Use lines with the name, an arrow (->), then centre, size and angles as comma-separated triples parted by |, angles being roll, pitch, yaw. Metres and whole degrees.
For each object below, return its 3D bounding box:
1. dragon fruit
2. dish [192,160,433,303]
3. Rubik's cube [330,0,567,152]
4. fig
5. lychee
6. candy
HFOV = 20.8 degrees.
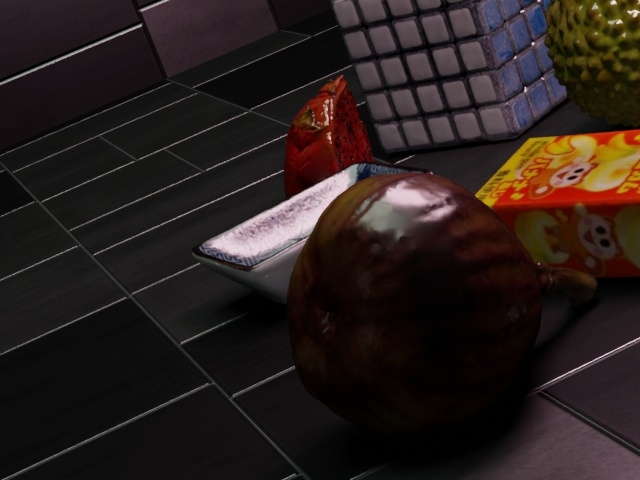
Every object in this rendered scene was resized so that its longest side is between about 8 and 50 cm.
dragon fruit -> -0.010, -0.118, 2.218 | 0.121, 0.161, 0.127 | -11, 8, 27
dish -> 0.000, 0.000, 1.933 | 0.243, 0.080, 0.182 | -29, 17, -20
Rubik's cube -> 0.194, -0.268, 2.299 | 0.238, 0.237, 0.237 | -7, 19, 43
fig -> 0.123, 0.041, 1.481 | 0.321, 0.217, 0.217 | -11, 4, -44
lychee -> 0.398, -0.266, 1.987 | 0.320, 0.270, 0.270 | -54, 18, 1
candy -> 0.285, -0.037, 1.631 | 0.276, 0.088, 0.146 | -1, 31, 44
